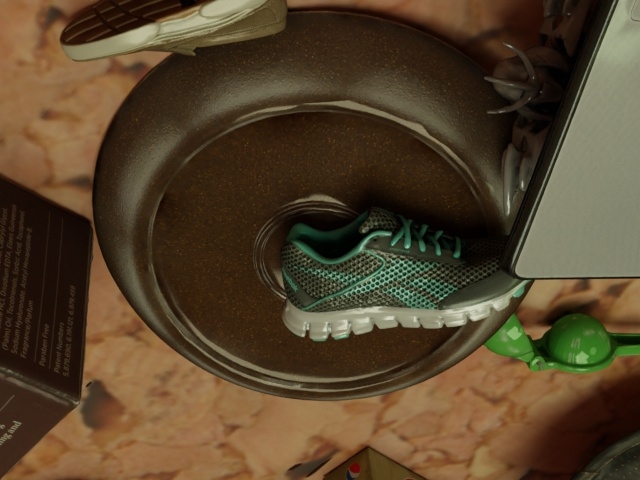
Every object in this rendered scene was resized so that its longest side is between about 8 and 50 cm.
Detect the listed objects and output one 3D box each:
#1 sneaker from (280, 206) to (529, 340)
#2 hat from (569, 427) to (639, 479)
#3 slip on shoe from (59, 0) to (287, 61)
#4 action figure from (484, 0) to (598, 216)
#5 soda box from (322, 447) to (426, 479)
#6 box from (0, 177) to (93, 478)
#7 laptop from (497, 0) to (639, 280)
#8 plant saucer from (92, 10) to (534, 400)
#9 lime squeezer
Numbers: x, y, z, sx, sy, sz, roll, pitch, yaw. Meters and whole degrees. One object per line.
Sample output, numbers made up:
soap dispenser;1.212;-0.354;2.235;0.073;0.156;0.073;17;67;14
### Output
sneaker;0.050;0.013;0.785;0.166;0.065;0.076;-11;120;7
hat;0.331;0.253;1.085;0.331;0.134;0.331;0;114;0
slip on shoe;-0.085;-0.126;0.752;0.135;0.051;0.041;-19;130;1
action figure;0.222;-0.077;0.787;0.285;0.099;0.185;9;113;-25
soda box;0.087;0.252;1.111;0.181;0.061;0.058;33;121;-31
box;-0.275;0.050;0.812;0.203;0.167;0.168;30;124;-29
laptop;0.365;-0.090;0.620;0.407;0.236;0.382;0;120;-31
plant saucer;0.000;0.000;0.844;0.310;0.050;0.311;1;126;1
lime squeezer;0.183;0.049;0.952;0.310;0.059;0.110;25;95;-25
